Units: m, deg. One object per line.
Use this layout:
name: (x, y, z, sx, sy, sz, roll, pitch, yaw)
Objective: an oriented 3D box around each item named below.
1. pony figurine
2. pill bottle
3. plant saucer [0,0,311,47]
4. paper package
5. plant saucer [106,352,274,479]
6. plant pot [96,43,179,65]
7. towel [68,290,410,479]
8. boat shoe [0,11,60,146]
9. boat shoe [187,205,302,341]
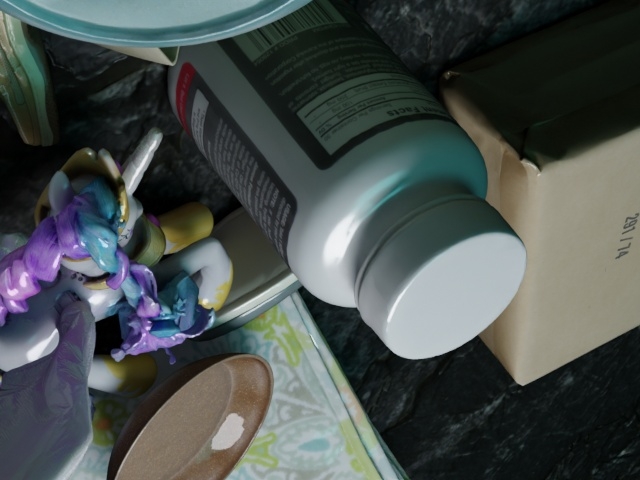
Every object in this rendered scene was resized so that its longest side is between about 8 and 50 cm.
pony figurine: (-0.229, 0.059, 1.424, 0.351, 0.303, 0.363, -38, 166, 0)
pill bottle: (0.022, -0.060, 1.436, 0.176, 0.318, 0.176, -24, 143, -19)
plant saucer: (-0.103, -0.215, 1.062, 0.317, 0.044, 0.318, -3, 144, -2)
paper package: (0.277, -0.061, 1.793, 0.309, 0.168, 0.325, -24, 141, -19)
plant saucer: (-0.123, 0.173, 1.593, 0.198, 0.036, 0.199, -37, 150, -27)
plant pot: (-0.155, -0.196, 1.285, 0.109, 0.096, 0.109, 45, 53, -67)
towel: (-0.113, 0.246, 1.718, 0.374, 0.090, 0.320, -32, 102, -12)
boat shoe: (-0.243, -0.146, 1.337, 0.072, 0.068, 0.190, -16, 128, -7)
boat shoe: (0.000, 0.000, 1.647, 0.319, 0.116, 0.099, -39, 134, -11)
